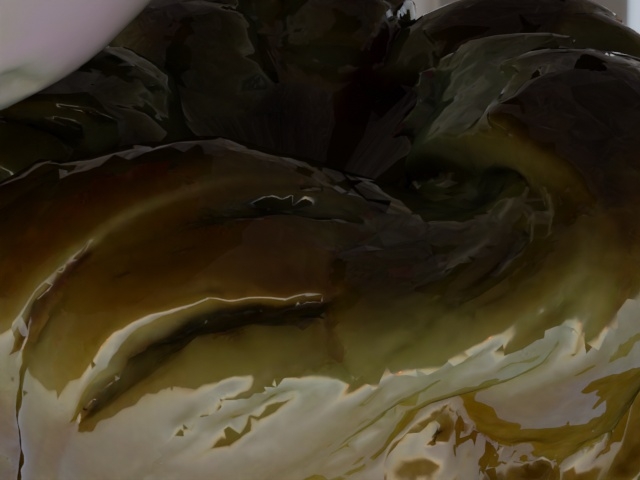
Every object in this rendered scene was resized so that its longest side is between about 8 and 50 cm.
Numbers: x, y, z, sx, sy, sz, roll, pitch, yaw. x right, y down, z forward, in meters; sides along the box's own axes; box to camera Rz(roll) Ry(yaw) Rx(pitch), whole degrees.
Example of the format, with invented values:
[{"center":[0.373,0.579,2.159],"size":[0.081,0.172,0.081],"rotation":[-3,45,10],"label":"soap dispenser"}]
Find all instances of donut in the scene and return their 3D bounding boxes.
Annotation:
[{"center":[0.000,0.000,0.667],"size":[0.360,0.170,0.360],"rotation":[-4,-152,2],"label":"donut"}]

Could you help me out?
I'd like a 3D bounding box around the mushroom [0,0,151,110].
[{"center":[-0.158,-0.178,0.512],"size":[0.356,0.315,0.315],"rotation":[-6,-157,-24],"label":"mushroom"}]
